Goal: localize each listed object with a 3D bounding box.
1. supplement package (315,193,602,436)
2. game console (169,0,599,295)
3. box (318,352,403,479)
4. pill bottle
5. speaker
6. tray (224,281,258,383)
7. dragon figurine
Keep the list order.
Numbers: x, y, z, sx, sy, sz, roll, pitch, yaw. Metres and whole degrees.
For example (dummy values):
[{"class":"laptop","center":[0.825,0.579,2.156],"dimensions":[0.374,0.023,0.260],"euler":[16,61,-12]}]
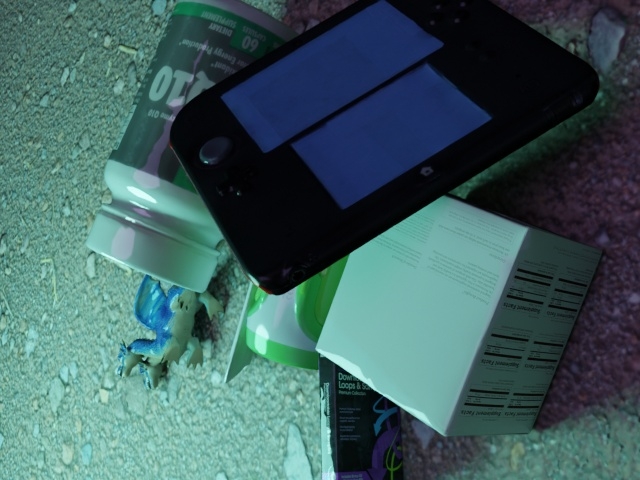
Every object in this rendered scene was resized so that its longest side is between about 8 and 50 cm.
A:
[{"class":"supplement package","center":[0.137,0.063,0.834],"dimensions":[0.194,0.149,0.203],"euler":[27,101,45]},{"class":"game console","center":[0.040,-0.140,0.878],"dimensions":[0.386,0.060,0.342],"euler":[-32,39,-4]},{"class":"box","center":[0.046,0.202,0.918],"dimensions":[0.029,0.116,0.162],"euler":[-16,70,40]},{"class":"pill bottle","center":[-0.164,-0.127,1.105],"dimensions":[0.204,0.204,0.361],"euler":[19,85,45]},{"class":"speaker","center":[0.000,0.000,1.001],"dimensions":[0.131,0.131,0.297],"euler":[19,95,45]},{"class":"tray","center":[-0.078,0.051,1.099],"dimensions":[0.145,0.030,0.271],"euler":[-121,47,-85]},{"class":"dragon figurine","center":[-0.224,0.101,1.231],"dimensions":[0.144,0.085,0.289],"euler":[22,98,45]}]
